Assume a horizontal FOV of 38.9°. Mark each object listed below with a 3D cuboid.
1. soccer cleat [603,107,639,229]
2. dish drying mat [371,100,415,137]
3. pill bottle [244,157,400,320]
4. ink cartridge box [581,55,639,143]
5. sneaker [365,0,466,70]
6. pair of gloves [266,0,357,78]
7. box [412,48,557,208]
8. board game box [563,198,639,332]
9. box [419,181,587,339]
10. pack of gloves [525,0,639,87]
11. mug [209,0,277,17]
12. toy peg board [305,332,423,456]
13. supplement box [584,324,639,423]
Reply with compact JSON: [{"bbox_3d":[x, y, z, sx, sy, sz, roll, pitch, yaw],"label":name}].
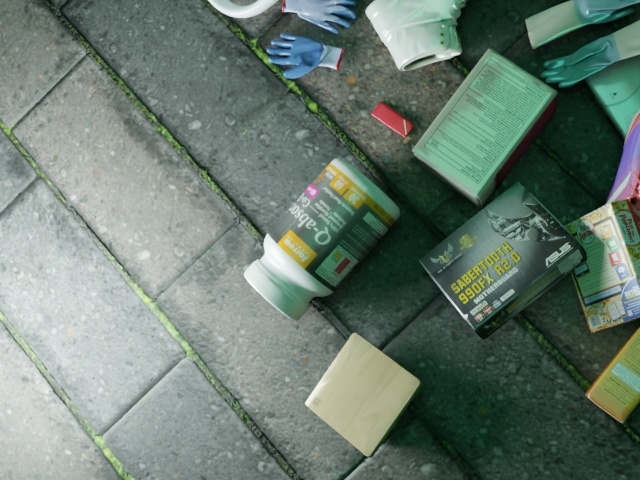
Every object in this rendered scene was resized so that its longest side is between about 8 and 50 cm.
[{"bbox_3d":[0.543,-0.075,1.530,0.109,0.116,0.318,12,100,8],"label":"soccer cleat"},{"bbox_3d":[0.138,-0.230,1.725,0.083,0.008,0.032,37,92,15],"label":"dish drying mat"},{"bbox_3d":[0.000,0.000,1.642,0.162,0.162,0.278,42,92,15],"label":"pill bottle"},{"bbox_3d":[0.599,-0.300,1.609,0.232,0.066,0.189,-32,76,11],"label":"ink cartridge box"},{"bbox_3d":[0.248,-0.430,1.688,0.293,0.108,0.169,-29,78,17],"label":"sneaker"},{"bbox_3d":[-0.018,-0.409,1.781,0.159,0.023,0.198,12,84,16],"label":"pair of gloves"},{"bbox_3d":[0.296,-0.196,1.623,0.149,0.127,0.232,38,91,15],"label":"box"},{"bbox_3d":[0.489,0.046,1.535,0.045,0.147,0.193,-10,77,-29],"label":"board game box"},{"bbox_3d":[0.316,0.033,1.586,0.231,0.056,0.183,-38,52,5],"label":"box"},{"bbox_3d":[0.496,-0.363,1.611,0.232,0.046,0.195,-20,52,23],"label":"pack of gloves"},{"bbox_3d":[-0.106,-0.598,1.723,0.328,0.276,0.374,50,120,10],"label":"mug"},{"bbox_3d":[0.088,0.281,1.634,0.161,0.079,0.161,35,90,31],"label":"toy peg board"},{"bbox_3d":[0.549,0.195,1.531,0.080,0.078,0.233,36,91,15],"label":"supplement box"}]
